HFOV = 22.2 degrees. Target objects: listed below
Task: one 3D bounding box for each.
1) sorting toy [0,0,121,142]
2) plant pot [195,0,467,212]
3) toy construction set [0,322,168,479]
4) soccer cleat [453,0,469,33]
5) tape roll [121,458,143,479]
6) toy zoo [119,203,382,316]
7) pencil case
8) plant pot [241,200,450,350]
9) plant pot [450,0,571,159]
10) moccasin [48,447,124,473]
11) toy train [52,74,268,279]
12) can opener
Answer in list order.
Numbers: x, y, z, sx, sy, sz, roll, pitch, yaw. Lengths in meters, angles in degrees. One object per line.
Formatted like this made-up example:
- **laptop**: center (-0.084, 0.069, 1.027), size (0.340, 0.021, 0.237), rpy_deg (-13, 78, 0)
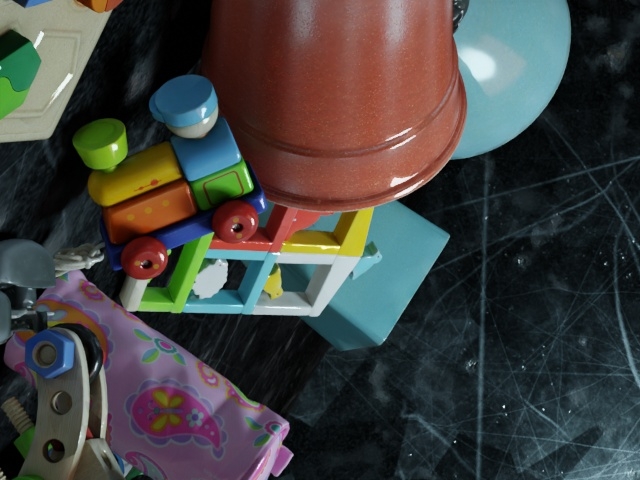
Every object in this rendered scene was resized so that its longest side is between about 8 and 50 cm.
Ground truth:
- **sorting toy**: center (-0.218, -0.118, 1.194), size (0.307, 0.041, 0.229), rpy_deg (-62, 170, 14)
- **plant pot**: center (0.009, -0.212, 1.491), size (0.272, 0.272, 0.265), rpy_deg (-54, 160, -30)
- **toy construction set**: center (-0.247, 0.239, 1.408), size (0.257, 0.237, 0.309), rpy_deg (-34, 173, -18)
- **soccer cleat**: center (-0.001, -0.221, 1.719), size (0.318, 0.116, 0.108), rpy_deg (-27, 155, -16)
- **tape roll**: center (-0.261, 0.339, 1.883), size (0.321, 0.077, 0.321), rpy_deg (-42, -171, 8)
- **toy zoo**: center (-0.061, 0.005, 1.828), size (0.293, 0.030, 0.192), rpy_deg (2, 130, -29)
- **pencil case**: center (-0.162, 0.149, 1.555), size (0.124, 0.284, 0.124), rpy_deg (-54, 172, -12)
- **plant pot**: center (0.000, 0.000, 2.023), size (0.165, 0.234, 0.166), rpy_deg (-56, -170, -15)
- **plant pot**: center (0.123, -0.253, 1.889), size (0.290, 0.290, 0.195), rpy_deg (-60, 155, 6)
- **moccasin**: center (-0.331, 0.309, 1.705), size (0.138, 0.117, 0.342), rpy_deg (-37, -169, 28)
- **toy train**: center (-0.184, -0.044, 1.441), size (0.248, 0.105, 0.143), rpy_deg (-22, 129, -4)
- **can opener**: center (-0.288, 0.045, 1.309), size (0.280, 0.074, 0.093), rpy_deg (3, 83, -81)
